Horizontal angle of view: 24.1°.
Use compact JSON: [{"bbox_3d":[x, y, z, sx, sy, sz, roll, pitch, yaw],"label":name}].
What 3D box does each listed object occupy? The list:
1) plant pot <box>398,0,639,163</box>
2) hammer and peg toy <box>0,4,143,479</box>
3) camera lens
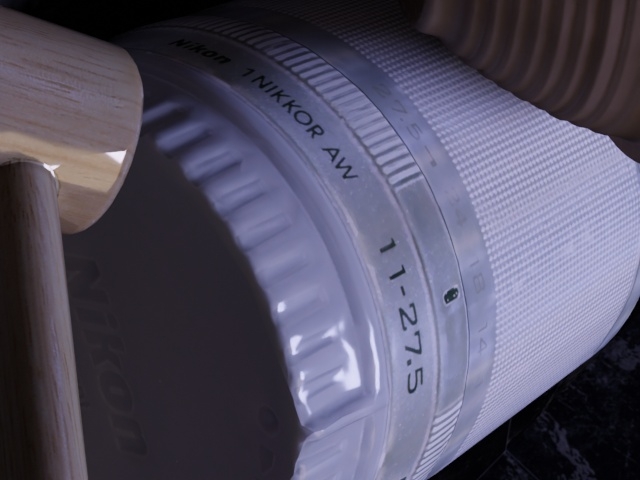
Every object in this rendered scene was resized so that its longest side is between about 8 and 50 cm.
[{"bbox_3d":[0.080,-0.139,0.524,0.109,0.237,0.237,-7,153,-5],"label":"plant pot"},{"bbox_3d":[-0.178,0.107,0.418,0.127,0.266,0.361,21,118,-28],"label":"hammer and peg toy"},{"bbox_3d":[0.000,0.000,0.647,0.274,0.219,0.219,-27,153,-46],"label":"camera lens"}]
